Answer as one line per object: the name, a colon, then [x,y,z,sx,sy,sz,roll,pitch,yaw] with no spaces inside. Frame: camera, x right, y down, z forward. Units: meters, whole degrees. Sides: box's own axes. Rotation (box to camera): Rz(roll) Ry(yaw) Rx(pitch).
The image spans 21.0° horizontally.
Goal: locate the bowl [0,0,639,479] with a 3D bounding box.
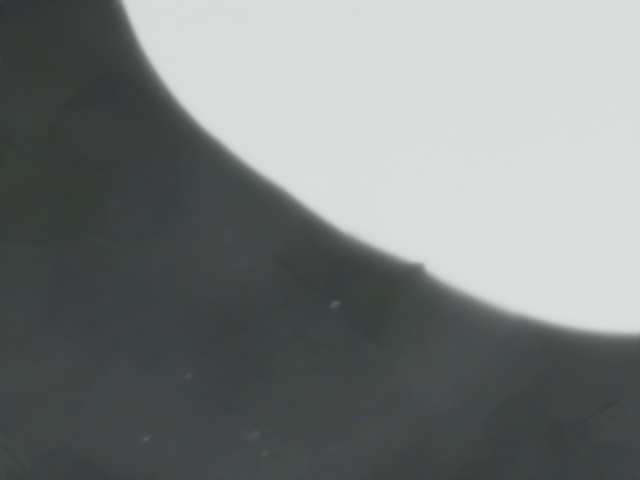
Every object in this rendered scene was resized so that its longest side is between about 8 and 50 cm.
bowl: [0.000,0.000,0.505,0.391,0.077,0.391,-5,125,-7]
